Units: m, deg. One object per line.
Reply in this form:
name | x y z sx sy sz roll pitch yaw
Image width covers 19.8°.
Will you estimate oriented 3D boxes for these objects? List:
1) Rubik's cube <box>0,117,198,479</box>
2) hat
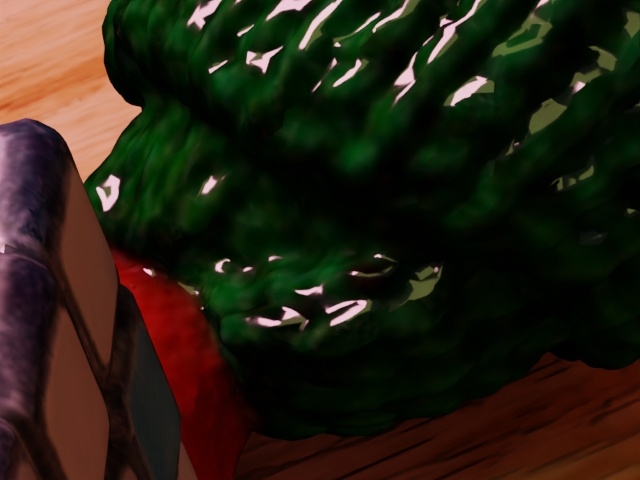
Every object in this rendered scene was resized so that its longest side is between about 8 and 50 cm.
Rubik's cube | -0.170 0.182 0.474 0.286 0.292 0.293 -11 41 8
hat | 0.000 0.000 0.719 0.332 0.242 0.274 -53 24 -7
